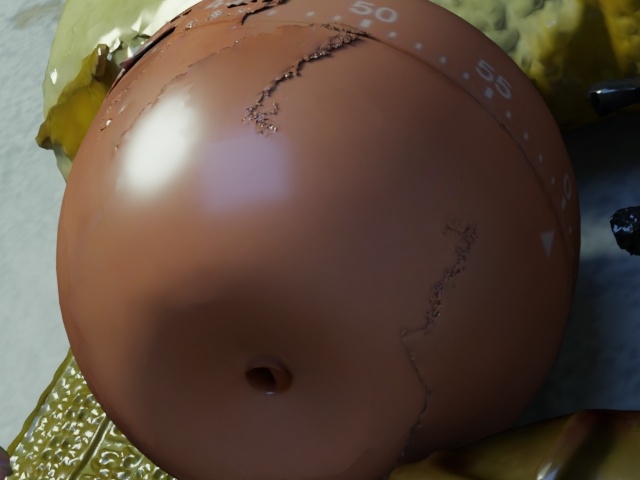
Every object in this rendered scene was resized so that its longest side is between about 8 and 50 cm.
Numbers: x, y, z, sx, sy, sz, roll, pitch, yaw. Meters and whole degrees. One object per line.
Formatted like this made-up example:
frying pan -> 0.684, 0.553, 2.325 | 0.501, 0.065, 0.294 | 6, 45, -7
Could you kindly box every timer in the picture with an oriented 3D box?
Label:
timer -> 0.000, 0.000, 0.817 | 0.229, 0.229, 0.215 | -16, 30, 24

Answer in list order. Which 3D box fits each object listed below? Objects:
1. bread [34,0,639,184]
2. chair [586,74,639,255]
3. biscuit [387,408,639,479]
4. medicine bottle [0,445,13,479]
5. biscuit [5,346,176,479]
bread -> 0.038, -0.136, 0.987 | 0.375, 0.165, 0.236 | -10, 40, 30
chair -> 0.240, -0.048, 0.786 | 0.229, 0.106, 0.113 | -24, 39, 17
biscuit -> 0.112, 0.184, 0.638 | 0.366, 0.115, 0.268 | 16, 62, 44
medicine bottle -> -0.219, 0.191, 0.884 | 0.115, 0.078, 0.219 | 3, 63, 44
biscuit -> -0.091, 0.099, 0.951 | 0.172, 0.029, 0.254 | 3, 53, 39
